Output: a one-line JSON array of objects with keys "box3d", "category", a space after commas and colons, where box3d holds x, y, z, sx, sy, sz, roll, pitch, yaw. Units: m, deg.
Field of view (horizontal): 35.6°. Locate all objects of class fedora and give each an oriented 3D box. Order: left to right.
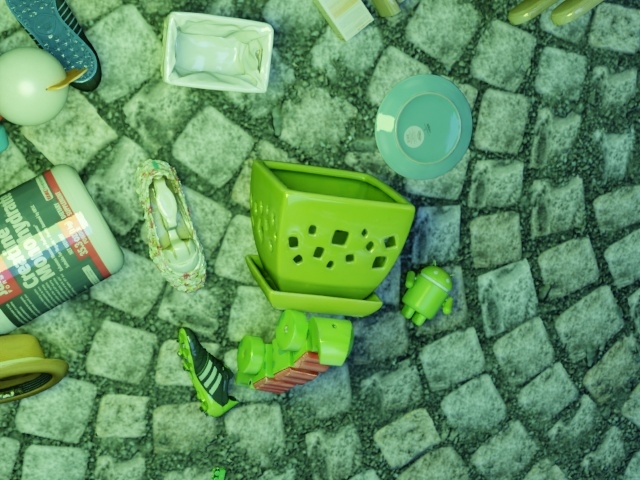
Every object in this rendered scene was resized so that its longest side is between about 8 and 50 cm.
[{"box3d": [-0.499, 0.200, 1.578, 0.194, 0.194, 0.079, -12, 70, -15], "category": "fedora"}]

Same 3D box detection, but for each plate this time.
[{"box3d": [0.187, -0.199, 1.763, 0.188, 0.024, 0.188, -4, 102, -17], "category": "plate"}]

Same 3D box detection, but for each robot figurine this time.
[{"box3d": [0.193, 0.096, 1.799, 0.101, 0.067, 0.115, 34, 89, -8], "category": "robot figurine"}]

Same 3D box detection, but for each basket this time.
[{"box3d": [-0.170, -0.299, 1.590, 0.167, 0.103, 0.113, 4, 100, -17], "category": "basket"}]

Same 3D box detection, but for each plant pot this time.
[{"box3d": [0.000, 0.000, 1.643, 0.227, 0.228, 0.207, 7, 104, -19], "category": "plant pot"}]

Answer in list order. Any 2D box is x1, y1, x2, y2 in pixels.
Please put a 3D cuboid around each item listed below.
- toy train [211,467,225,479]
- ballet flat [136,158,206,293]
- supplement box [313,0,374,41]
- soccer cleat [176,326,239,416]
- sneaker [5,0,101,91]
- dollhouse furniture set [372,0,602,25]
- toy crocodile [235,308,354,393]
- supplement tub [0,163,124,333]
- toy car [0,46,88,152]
[{"box3d": [-0.187, 0.444, 1.777, 0.023, 0.017, 0.083, 8, 98, -29], "category": "toy train"}, {"box3d": [-0.246, -0.016, 1.636, 0.091, 0.077, 0.241, -22, 107, -13], "category": "ballet flat"}, {"box3d": [0.035, -0.391, 1.670, 0.062, 0.036, 0.098, -39, 109, -7], "category": "supplement box"}, {"box3d": [-0.194, 0.220, 1.713, 0.072, 0.060, 0.179, -26, 114, -21], "category": "soccer cleat"}, {"box3d": [-0.413, -0.327, 1.528, 0.081, 0.090, 0.232, -31, 87, -8], "category": "sneaker"}, {"box3d": [0.216, -0.490, 1.517, 0.256, 0.394, 0.362, -36, 109, -7], "category": "dollhouse furniture set"}, {"box3d": [-0.046, 0.193, 1.625, 0.115, 0.340, 0.105, 14, 61, -28], "category": "toy crocodile"}, {"box3d": [-0.456, 0.022, 1.517, 0.272, 0.191, 0.191, -30, 108, -10], "category": "supplement tub"}, {"box3d": [-0.446, -0.224, 1.439, 0.237, 0.210, 0.219, -8, 113, 1], "category": "toy car"}]
